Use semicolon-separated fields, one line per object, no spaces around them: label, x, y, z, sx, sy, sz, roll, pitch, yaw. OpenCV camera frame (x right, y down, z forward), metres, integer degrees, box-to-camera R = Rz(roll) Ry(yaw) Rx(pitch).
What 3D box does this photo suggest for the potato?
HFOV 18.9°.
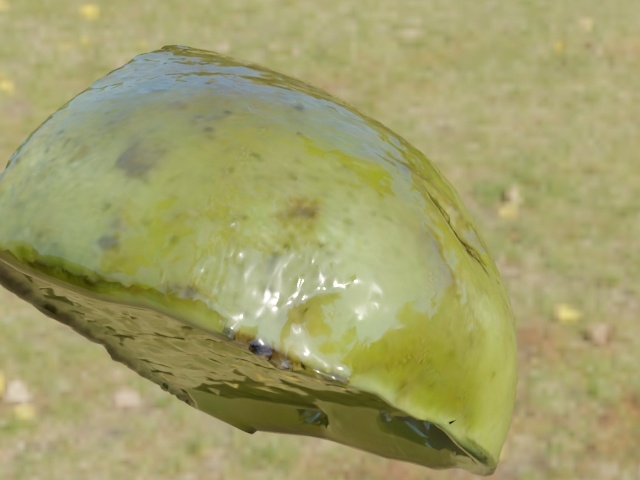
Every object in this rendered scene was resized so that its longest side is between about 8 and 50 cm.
potato;0.000;0.000;1.151;0.280;0.213;0.330;15;-14;27
